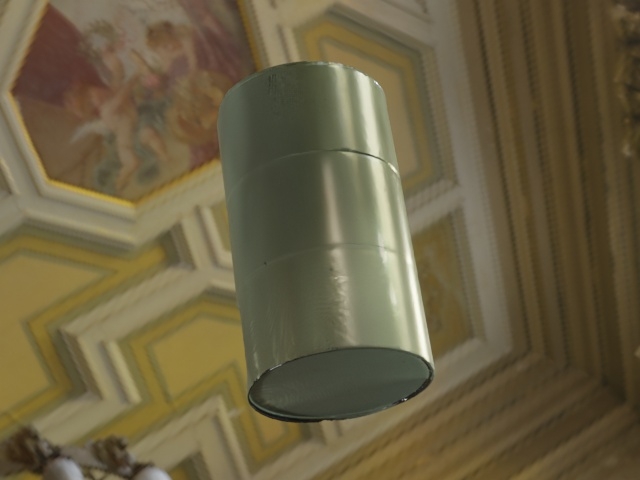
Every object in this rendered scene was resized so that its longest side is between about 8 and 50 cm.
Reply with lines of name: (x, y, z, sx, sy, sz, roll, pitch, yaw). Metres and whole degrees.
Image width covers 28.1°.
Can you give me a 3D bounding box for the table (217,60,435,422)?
table: (0.000, 0.000, 0.881, 0.126, 0.220, 0.126, -6, -29, -4)
